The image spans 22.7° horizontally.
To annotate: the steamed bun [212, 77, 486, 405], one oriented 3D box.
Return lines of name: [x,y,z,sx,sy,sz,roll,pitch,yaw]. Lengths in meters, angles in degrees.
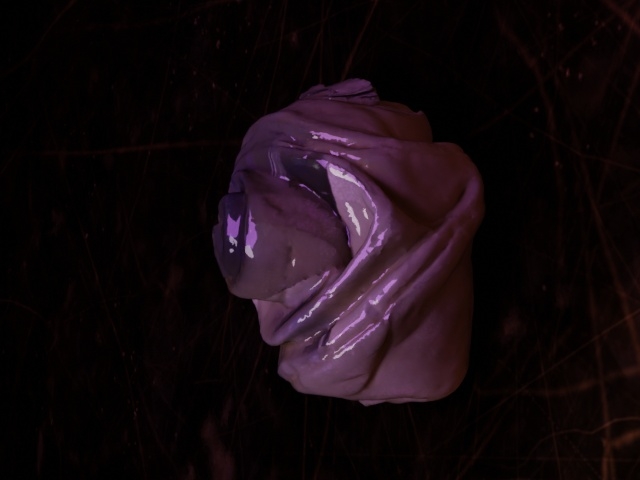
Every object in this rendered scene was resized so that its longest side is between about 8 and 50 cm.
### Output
steamed bun: [0.000,0.000,1.725,0.347,0.237,0.394,-54,44,43]
